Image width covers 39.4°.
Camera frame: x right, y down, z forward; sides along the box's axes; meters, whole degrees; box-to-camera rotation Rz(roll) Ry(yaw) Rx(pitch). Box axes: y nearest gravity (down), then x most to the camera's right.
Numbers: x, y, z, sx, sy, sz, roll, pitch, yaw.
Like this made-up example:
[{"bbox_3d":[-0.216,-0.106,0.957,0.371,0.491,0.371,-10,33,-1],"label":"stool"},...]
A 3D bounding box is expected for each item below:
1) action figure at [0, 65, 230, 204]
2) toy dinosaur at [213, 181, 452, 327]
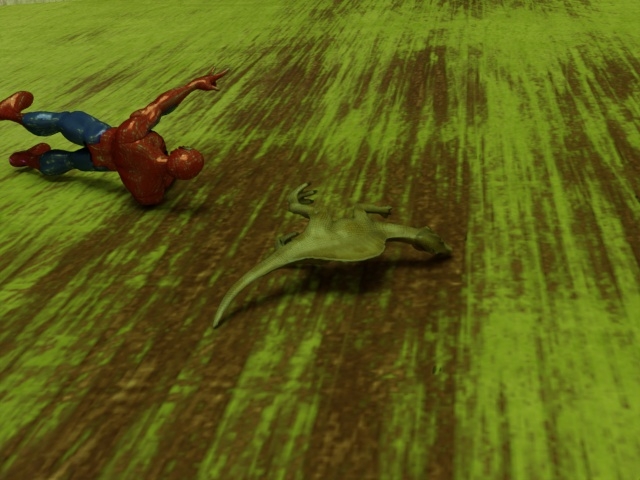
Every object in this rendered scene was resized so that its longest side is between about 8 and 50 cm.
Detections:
[{"bbox_3d":[-0.182,-0.105,0.852,0.280,0.092,0.139,18,41,43],"label":"action figure"},{"bbox_3d":[0.000,0.000,0.620,0.183,0.053,0.092,-13,26,-19],"label":"toy dinosaur"}]
